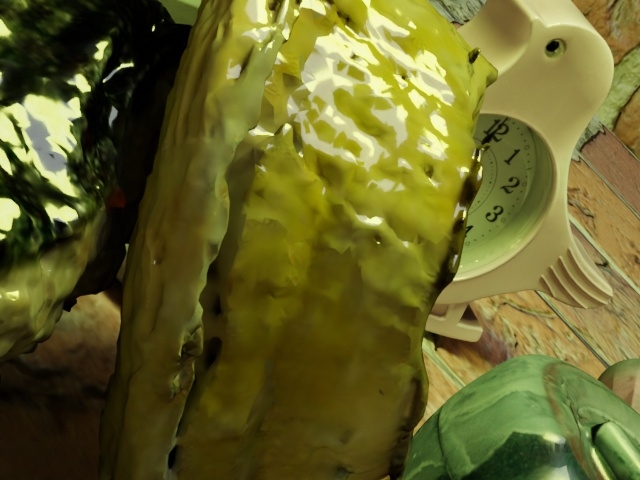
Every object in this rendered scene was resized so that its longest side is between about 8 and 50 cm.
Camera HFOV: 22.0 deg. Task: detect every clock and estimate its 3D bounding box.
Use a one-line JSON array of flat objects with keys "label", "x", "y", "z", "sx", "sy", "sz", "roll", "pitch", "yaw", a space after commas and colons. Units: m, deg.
[{"label": "clock", "x": 0.147, "y": -0.046, "z": 1.316, "sx": 0.290, "sy": 0.275, "sz": 0.080, "roll": 37, "pitch": 16, "yaw": -36}]

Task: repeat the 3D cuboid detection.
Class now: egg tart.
[{"label": "egg tart", "x": 0.000, "y": 0.000, "z": 0.779, "sx": 0.132, "sy": 0.345, "sz": 0.345, "roll": 14, "pitch": 19, "yaw": 3}]

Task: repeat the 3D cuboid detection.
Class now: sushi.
[{"label": "sushi", "x": -0.166, "y": -0.020, "z": 0.679, "sx": 0.171, "sy": 0.211, "sz": 0.350, "roll": 49, "pitch": 23, "yaw": -4}]

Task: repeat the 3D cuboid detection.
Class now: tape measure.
[{"label": "tape measure", "x": 0.177, "y": 0.197, "z": 1.057, "sx": 0.275, "sy": 0.147, "sz": 0.256, "roll": 24, "pitch": 27, "yaw": -51}]

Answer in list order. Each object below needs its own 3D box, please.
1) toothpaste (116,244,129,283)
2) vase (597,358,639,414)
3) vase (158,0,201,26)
[{"label": "toothpaste", "x": -0.134, "y": -0.028, "z": 0.993, "sx": 0.323, "sy": 0.066, "sz": 0.100, "roll": 47, "pitch": 13, "yaw": -11}, {"label": "vase", "x": 0.266, "y": 0.177, "z": 1.416, "sx": 0.086, "sy": 0.086, "sz": 0.214, "roll": 45, "pitch": 22, "yaw": -1}, {"label": "vase", "x": -0.128, "y": -0.225, "z": 1.304, "sx": 0.165, "sy": 0.165, "sz": 0.360, "roll": 53, "pitch": 24, "yaw": 21}]
